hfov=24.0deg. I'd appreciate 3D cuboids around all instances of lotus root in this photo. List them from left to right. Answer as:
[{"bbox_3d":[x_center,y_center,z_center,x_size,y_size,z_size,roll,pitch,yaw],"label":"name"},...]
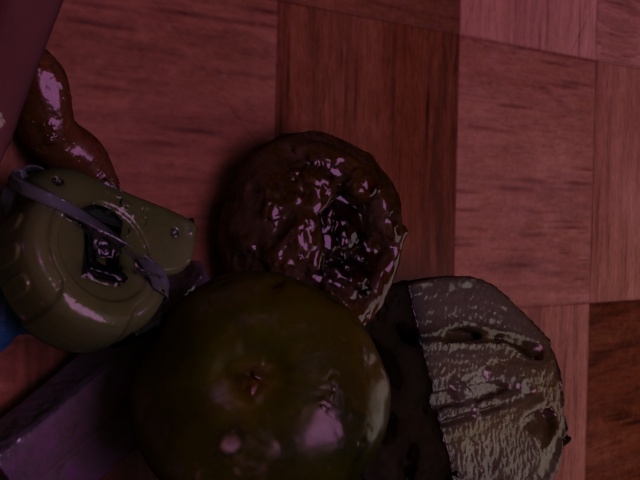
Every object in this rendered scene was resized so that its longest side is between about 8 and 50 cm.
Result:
[{"bbox_3d":[0.153,0.169,1.703,0.260,0.149,0.267,-10,86,-51],"label":"lotus root"}]

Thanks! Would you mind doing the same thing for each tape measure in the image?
[{"bbox_3d":[-0.194,0.017,1.258,0.177,0.087,0.154,25,56,-31],"label":"tape measure"}]

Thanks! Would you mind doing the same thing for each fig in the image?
[{"bbox_3d":[-0.060,0.134,1.362,0.233,0.314,0.233,-1,96,-9],"label":"fig"}]

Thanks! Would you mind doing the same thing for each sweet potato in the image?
[{"bbox_3d":[-0.222,-0.083,1.303,0.065,0.051,0.218,-40,123,-25],"label":"sweet potato"}]

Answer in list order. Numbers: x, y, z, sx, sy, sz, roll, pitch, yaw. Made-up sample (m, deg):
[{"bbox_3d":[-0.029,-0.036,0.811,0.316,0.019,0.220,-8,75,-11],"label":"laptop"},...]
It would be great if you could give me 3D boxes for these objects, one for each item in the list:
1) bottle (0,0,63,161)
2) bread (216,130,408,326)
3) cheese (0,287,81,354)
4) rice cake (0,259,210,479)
[{"bbox_3d":[-0.277,-0.203,1.155,0.206,0.173,0.297,78,26,-69],"label":"bottle"},{"bbox_3d":[0.000,0.000,1.525,0.230,0.123,0.230,-7,99,-52],"label":"bread"},{"bbox_3d":[-0.266,0.057,1.268,0.256,0.037,0.106,6,89,-57],"label":"cheese"},{"bbox_3d":[-0.188,0.139,1.350,0.298,0.050,0.106,-44,132,-41],"label":"rice cake"}]
